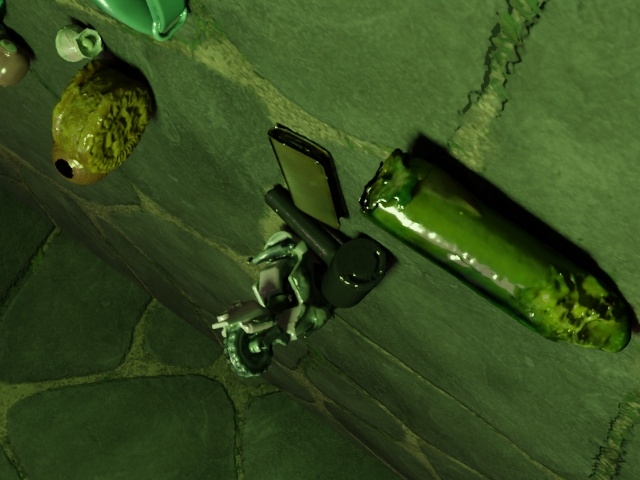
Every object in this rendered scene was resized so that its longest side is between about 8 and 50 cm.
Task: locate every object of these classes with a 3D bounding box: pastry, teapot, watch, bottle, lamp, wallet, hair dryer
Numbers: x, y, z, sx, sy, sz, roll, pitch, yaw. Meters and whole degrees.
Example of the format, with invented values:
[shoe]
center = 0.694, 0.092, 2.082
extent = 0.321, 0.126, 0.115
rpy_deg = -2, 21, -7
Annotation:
[pastry]
center = -0.378, -0.215, 1.661
extent = 0.103, 0.188, 0.188
rpy_deg = 31, 161, 15
[teapot]
center = -0.405, -0.336, 1.635
extent = 0.064, 0.064, 0.083
rpy_deg = 12, -179, 41
[watch]
center = -0.271, -0.373, 1.264
extent = 0.195, 0.068, 0.237
rpy_deg = 15, 147, 48
[bottle]
center = -0.705, -0.412, 1.932
extent = 0.253, 0.120, 0.120
rpy_deg = 36, 162, 3
[lamp]
center = -0.522, -0.189, 2.094
extent = 0.136, 0.136, 0.136
rpy_deg = 35, 162, 13
[wallet]
center = -0.018, -0.095, 1.488
extent = 0.110, 0.031, 0.198
rpy_deg = 30, 160, 25
[hair dryer]
center = 0.000, 0.000, 1.639
extent = 0.251, 0.089, 0.197
rpy_deg = 47, 165, 6

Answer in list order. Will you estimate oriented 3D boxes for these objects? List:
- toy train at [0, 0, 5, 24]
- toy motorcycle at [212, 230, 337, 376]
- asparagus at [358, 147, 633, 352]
[toy train]
center = -0.666, -0.480, 1.706
extent = 0.194, 0.120, 0.298
rpy_deg = 34, 163, -8
[toy motorcycle]
center = -0.083, 0.101, 1.718
extent = 0.143, 0.327, 0.188
rpy_deg = -17, 104, 40
[asparagus]
center = 0.226, 0.024, 1.180
extent = 0.382, 0.108, 0.128
rpy_deg = 35, 167, 6
